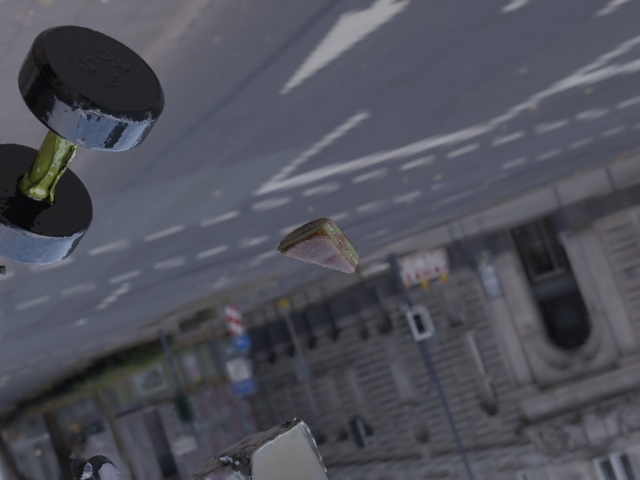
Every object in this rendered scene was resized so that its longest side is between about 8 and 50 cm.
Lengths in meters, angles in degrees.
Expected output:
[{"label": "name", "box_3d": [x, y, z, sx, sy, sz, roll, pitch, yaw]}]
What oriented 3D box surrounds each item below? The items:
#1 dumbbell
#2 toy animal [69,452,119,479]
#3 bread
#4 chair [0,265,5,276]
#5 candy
[{"label": "dumbbell", "box_3d": [-0.387, -0.136, 1.973, 0.204, 0.203, 0.322, -14, 148, -51]}, {"label": "toy animal", "box_3d": [-0.266, 0.257, 1.519, 0.050, 0.028, 0.084, 10, 180, 22]}, {"label": "bread", "box_3d": [0.000, 0.000, 1.764, 0.109, 0.062, 0.043, 13, -146, 4]}, {"label": "chair", "box_3d": [-0.692, 0.157, 1.996, 0.203, 0.240, 0.416, -8, 173, 42]}, {"label": "candy", "box_3d": [-0.081, 0.382, 2.002, 0.137, 0.195, 0.185, -21, -176, 37]}]
